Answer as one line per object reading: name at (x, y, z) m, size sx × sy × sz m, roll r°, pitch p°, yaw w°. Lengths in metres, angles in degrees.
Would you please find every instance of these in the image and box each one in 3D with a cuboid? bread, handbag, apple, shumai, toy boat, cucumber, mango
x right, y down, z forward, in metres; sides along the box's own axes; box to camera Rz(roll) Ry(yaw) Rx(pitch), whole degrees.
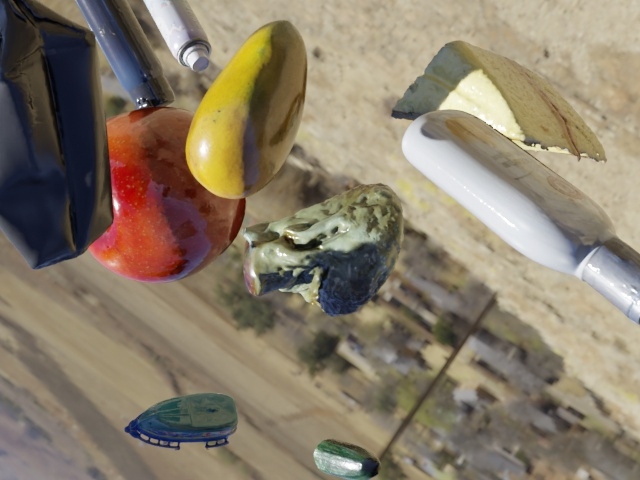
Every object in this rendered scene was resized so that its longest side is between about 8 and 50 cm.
bread at (0.236, -0.131, 1.386) m, size 0.240 × 0.135 × 0.178 m, roll 10°, pitch -141°, yaw -47°
handbag at (-0.370, -0.169, 1.260) m, size 0.288 × 0.152 × 0.342 m, roll 43°, pitch 145°, yaw 31°
apple at (-0.239, -0.071, 1.591) m, size 0.260 × 0.217 × 0.260 m, roll 22°, pitch 121°, yaw 43°
shumai at (0.000, 0.000, 1.803) m, size 0.204 × 0.272 × 0.222 m, roll 25°, pitch -153°, yaw -25°
toy boat at (-0.221, 0.296, 1.720) m, size 0.110 × 0.175 × 0.091 m, roll 114°, pitch 147°, yaw -46°
cucumber at (0.039, 0.286, 1.414) m, size 0.048 × 0.048 × 0.105 m, roll 46°, pitch 157°, yaw -26°
mango at (-0.060, -0.115, 0.995) m, size 0.090 × 0.163 × 0.111 m, roll 28°, pitch 168°, yaw 8°

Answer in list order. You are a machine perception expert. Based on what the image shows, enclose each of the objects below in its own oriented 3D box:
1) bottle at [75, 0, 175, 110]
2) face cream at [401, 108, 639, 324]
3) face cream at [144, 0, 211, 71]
bottle at (-0.308, -0.314, 1.714) m, size 0.072 × 0.082 × 0.244 m, roll -20°, pitch 102°, yaw 33°
face cream at (0.211, -0.027, 1.062) m, size 0.144 × 0.071 × 0.291 m, roll -3°, pitch -142°, yaw -49°
face cream at (-0.268, -0.408, 2.073) m, size 0.229 × 0.075 × 0.075 m, roll 60°, pitch 175°, yaw 31°
